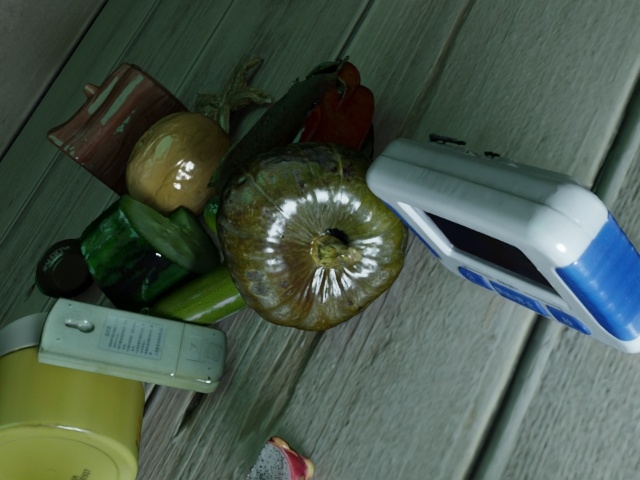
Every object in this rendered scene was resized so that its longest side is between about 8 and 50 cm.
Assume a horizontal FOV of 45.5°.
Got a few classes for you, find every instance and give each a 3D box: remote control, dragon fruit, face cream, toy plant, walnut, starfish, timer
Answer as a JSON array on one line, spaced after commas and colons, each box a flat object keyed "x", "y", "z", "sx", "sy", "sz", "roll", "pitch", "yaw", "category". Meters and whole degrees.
[{"x": -0.237, "y": 0.135, "z": 0.982, "sx": 0.098, "sy": 0.233, "sz": 0.038, "roll": -91, "pitch": 19, "yaw": -50, "category": "remote control"}, {"x": -0.039, "y": 0.249, "z": 0.782, "sx": 0.060, "sy": 0.056, "sz": 0.083, "roll": 25, "pitch": 86, "yaw": 33, "category": "dragon fruit"}, {"x": -0.348, "y": 0.232, "z": 1.021, "sx": 0.218, "sy": 0.218, "sz": 0.179, "roll": -36, "pitch": 38, "yaw": 24, "category": "face cream"}, {"x": -0.487, "y": 0.050, "z": 1.470, "sx": 0.143, "sy": 0.105, "sz": 0.200, "roll": -51, "pitch": 21, "yaw": -12, "category": "toy plant"}, {"x": -0.235, "y": -0.122, "z": 1.270, "sx": 0.197, "sy": 0.165, "sz": 0.165, "roll": -44, "pitch": 34, "yaw": 8, "category": "walnut"}, {"x": -0.032, "y": -0.111, "z": 1.022, "sx": 0.295, "sy": 0.130, "sz": 0.268, "roll": -51, "pitch": 27, "yaw": -8, "category": "dragon fruit"}, {"x": -0.173, "y": -0.235, "z": 1.408, "sx": 0.236, "sy": 0.062, "sz": 0.277, "roll": 19, "pitch": 71, "yaw": 50, "category": "starfish"}, {"x": 0.165, "y": -0.009, "z": 0.661, "sx": 0.078, "sy": 0.178, "sz": 0.253, "roll": -51, "pitch": 34, "yaw": -7, "category": "timer"}]

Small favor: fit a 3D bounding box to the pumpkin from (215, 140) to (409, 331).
[{"x": 0.000, "y": 0.000, "z": 0.832, "sx": 0.219, "sy": 0.219, "sz": 0.162, "roll": -51, "pitch": 30, "yaw": 3, "category": "pumpkin"}]

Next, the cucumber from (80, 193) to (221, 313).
[{"x": -0.253, "y": 0.030, "z": 1.137, "sx": 0.130, "sy": 0.191, "sz": 0.191, "roll": -43, "pitch": 34, "yaw": 15, "category": "cucumber"}]

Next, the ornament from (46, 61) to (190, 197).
[{"x": -0.376, "y": -0.210, "z": 1.503, "sx": 0.235, "sy": 0.221, "sz": 0.217, "roll": 37, "pitch": 85, "yaw": 16, "category": "ornament"}]

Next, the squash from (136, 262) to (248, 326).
[{"x": -0.123, "y": 0.066, "z": 1.030, "sx": 0.318, "sy": 0.071, "sz": 0.080, "roll": -24, "pitch": 24, "yaw": 27, "category": "squash"}]
